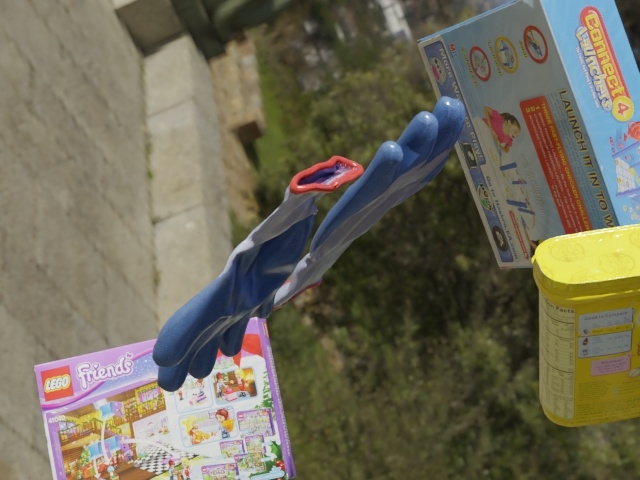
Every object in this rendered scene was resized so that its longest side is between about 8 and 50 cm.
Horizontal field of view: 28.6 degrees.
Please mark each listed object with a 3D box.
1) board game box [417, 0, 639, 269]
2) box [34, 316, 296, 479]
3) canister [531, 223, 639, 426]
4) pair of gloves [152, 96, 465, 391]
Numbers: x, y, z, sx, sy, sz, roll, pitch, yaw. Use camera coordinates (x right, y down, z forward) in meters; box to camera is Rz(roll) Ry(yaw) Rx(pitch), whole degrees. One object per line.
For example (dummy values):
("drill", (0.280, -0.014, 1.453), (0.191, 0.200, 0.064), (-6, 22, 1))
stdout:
("board game box", (0.258, -0.124, 1.441), (0.308, 0.086, 0.302), (69, -19, -6))
("box", (-0.192, 0.222, 1.547), (0.057, 0.293, 0.201), (35, 43, -78))
("canister", (0.254, 0.079, 1.119), (0.073, 0.126, 0.170), (-102, -176, -55))
("pair of gloves", (0.000, 0.000, 0.623), (0.023, 0.159, 0.198), (48, 38, 10))
